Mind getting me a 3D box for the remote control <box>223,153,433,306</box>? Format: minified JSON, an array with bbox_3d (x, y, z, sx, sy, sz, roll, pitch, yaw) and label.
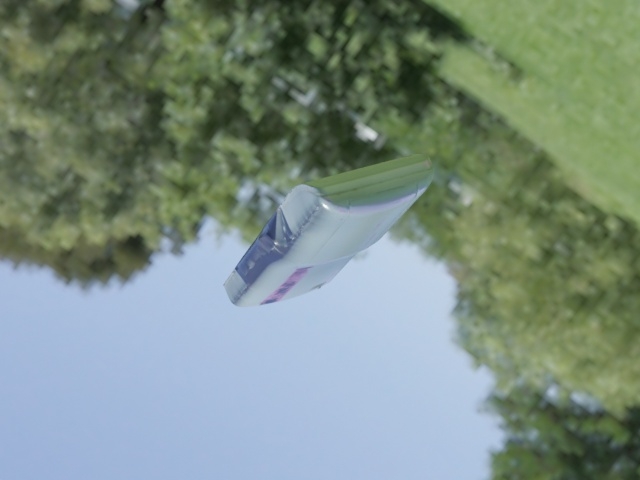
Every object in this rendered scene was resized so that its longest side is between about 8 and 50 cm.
[{"bbox_3d":[0.000,0.000,0.837,0.029,0.065,0.166,68,157,13],"label":"remote control"}]
